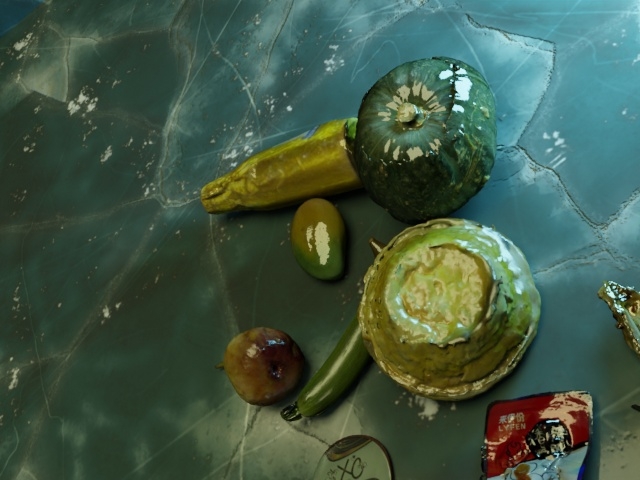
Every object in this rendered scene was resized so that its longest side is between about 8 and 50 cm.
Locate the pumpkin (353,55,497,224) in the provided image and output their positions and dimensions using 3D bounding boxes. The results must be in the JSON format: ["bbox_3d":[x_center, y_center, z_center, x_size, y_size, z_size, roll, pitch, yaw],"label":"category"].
[{"bbox_3d":[0.208,-0.196,1.675,0.291,0.257,0.328,-17,61,18],"label":"pumpkin"}]

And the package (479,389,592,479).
[{"bbox_3d":[0.345,0.376,1.380,0.194,0.071,0.269,-8,47,29],"label":"package"}]

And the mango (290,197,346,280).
[{"bbox_3d":[0.000,0.000,1.820,0.130,0.092,0.195,-32,59,13],"label":"mango"}]

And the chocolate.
[{"bbox_3d":[-0.086,-0.146,1.911,0.445,0.162,0.162,-15,57,29],"label":"chocolate"}]

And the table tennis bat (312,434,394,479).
[{"bbox_3d":[0.052,0.499,1.538,0.173,0.022,0.301,-12,56,30],"label":"table tennis bat"}]

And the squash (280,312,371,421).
[{"bbox_3d":[0.045,0.235,1.654,0.080,0.071,0.318,37,90,0],"label":"squash"}]

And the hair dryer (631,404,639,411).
[{"bbox_3d":[0.545,0.283,1.313,0.150,0.047,0.071,23,76,52],"label":"hair dryer"}]

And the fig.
[{"bbox_3d":[-0.147,0.257,1.754,0.257,0.159,0.159,-11,57,53],"label":"fig"}]

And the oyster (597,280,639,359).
[{"bbox_3d":[0.568,0.170,1.340,0.128,0.078,0.345,-33,45,-12],"label":"oyster"}]

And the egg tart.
[{"bbox_3d":[0.221,0.105,1.524,0.345,0.132,0.345,-7,66,15],"label":"egg tart"}]

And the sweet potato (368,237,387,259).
[{"bbox_3d":[0.145,0.111,1.674,0.069,0.059,0.249,-50,51,49],"label":"sweet potato"}]
